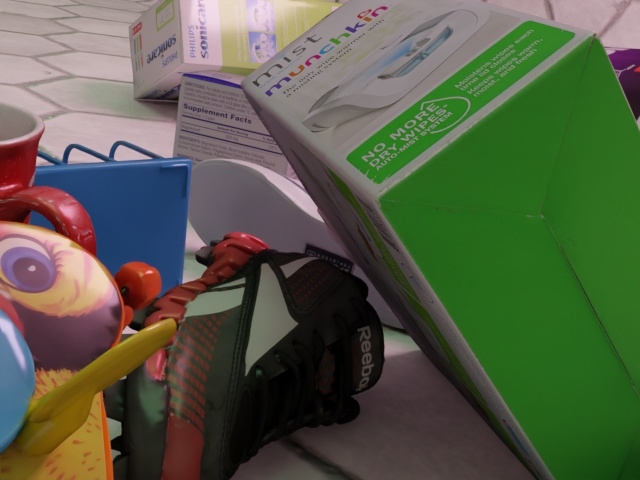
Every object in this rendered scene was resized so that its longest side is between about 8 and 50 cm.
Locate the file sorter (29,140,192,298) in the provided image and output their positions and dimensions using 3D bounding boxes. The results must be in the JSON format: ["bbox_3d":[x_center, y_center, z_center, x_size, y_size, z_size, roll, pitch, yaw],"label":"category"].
[{"bbox_3d":[-0.194,-0.006,0.619,0.170,0.118,0.104,-10,23,-43],"label":"file sorter"}]

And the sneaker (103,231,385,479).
[{"bbox_3d":[-0.032,0.069,0.506,0.135,0.098,0.276,10,18,7],"label":"sneaker"}]

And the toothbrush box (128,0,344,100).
[{"bbox_3d":[-0.122,-0.288,1.331,0.283,0.122,0.206,-4,-3,-31],"label":"toothbrush box"}]

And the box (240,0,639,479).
[{"bbox_3d":[0.093,0.001,0.514,0.127,0.262,0.231,-37,28,-2],"label":"box"}]

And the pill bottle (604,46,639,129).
[{"bbox_3d":[0.238,-0.053,0.659,0.181,0.181,0.323,0,13,-25],"label":"pill bottle"}]

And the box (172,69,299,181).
[{"bbox_3d":[-0.078,-0.092,0.880,0.126,0.137,0.072,15,19,15],"label":"box"}]

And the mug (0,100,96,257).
[{"bbox_3d":[-0.200,0.021,0.455,0.113,0.169,0.150,-7,26,-40],"label":"mug"}]

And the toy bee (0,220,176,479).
[{"bbox_3d":[-0.117,0.051,0.330,0.195,0.298,0.162,-16,-11,43],"label":"toy bee"}]

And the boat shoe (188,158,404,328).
[{"bbox_3d":[0.000,0.000,0.755,0.258,0.095,0.084,29,21,19],"label":"boat shoe"}]
